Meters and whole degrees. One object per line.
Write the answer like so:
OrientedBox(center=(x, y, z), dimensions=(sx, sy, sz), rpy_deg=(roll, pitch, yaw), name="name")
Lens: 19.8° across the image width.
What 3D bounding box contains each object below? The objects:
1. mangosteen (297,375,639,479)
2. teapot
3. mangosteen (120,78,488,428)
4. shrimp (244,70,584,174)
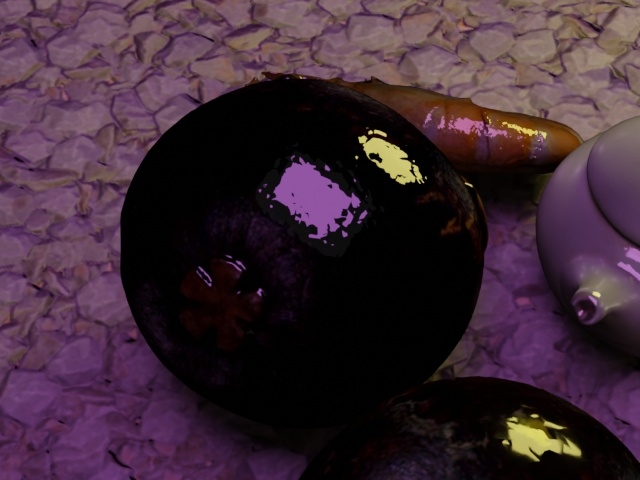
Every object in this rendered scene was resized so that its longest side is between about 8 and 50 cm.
OrientedBox(center=(0.093, 0.225, 1.176), dimensions=(0.288, 0.288, 0.288), rpy_deg=(-3, 51, 4), name="mangosteen")
OrientedBox(center=(0.325, -0.008, 1.396), dimensions=(0.318, 0.149, 0.220), rpy_deg=(0, 56, 3), name="teapot")
OrientedBox(center=(0.000, 0.000, 1.386), dimensions=(0.275, 0.275, 0.302), rpy_deg=(21, 24, 22), name="mangosteen")
OrientedBox(center=(0.079, -0.102, 1.526), dimensions=(0.287, 0.063, 0.152), rpy_deg=(13, 15, 13), name="shrimp")
